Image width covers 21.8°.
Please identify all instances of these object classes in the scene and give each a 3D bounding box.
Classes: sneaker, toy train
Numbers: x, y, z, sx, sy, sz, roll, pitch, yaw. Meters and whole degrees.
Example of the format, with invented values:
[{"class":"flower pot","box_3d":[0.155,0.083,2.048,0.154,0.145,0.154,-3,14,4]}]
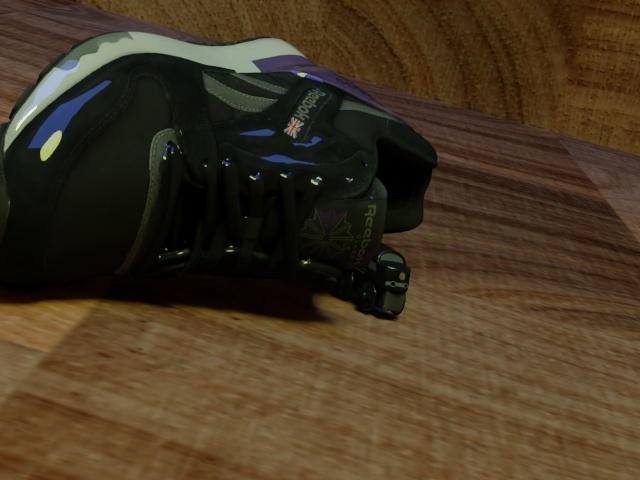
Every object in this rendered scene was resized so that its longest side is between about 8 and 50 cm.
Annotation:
[{"class":"sneaker","box_3d":[-0.035,-0.030,0.760,0.124,0.107,0.283,27,25,21]},{"class":"toy train","box_3d":[0.000,0.000,0.889,0.027,0.036,0.158,8,12,-33]}]
